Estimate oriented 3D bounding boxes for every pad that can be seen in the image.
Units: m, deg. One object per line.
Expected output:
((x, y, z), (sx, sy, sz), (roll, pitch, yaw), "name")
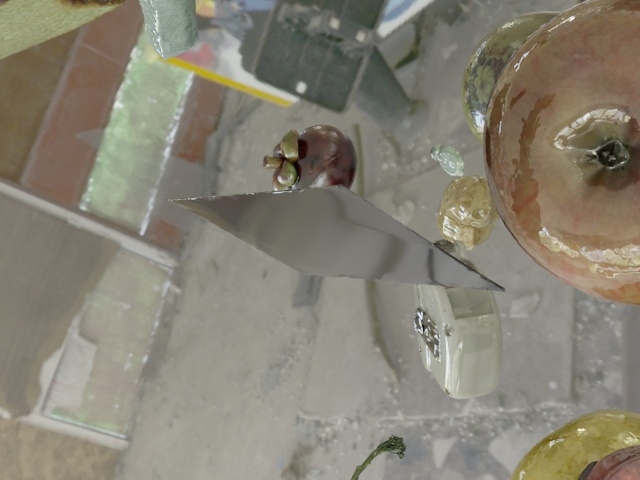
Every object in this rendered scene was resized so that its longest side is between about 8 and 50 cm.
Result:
((0.000, 0.000, 0.898), (0.368, 0.248, 0.007), (1, 66, 54), "pad")

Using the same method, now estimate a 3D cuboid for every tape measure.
((0.260, 0.157, 1.505), (0.265, 0.130, 0.258), (-115, 19, -69), "tape measure")

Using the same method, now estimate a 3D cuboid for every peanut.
((0.346, -0.065, 1.767), (0.325, 0.140, 0.153), (87, -173, -79), "peanut")

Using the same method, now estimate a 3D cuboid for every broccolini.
((0.101, 0.472, 1.614), (0.194, 0.052, 0.054), (-34, 22, -16), "broccolini")

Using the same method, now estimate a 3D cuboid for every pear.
((0.431, 0.408, 1.127), (0.309, 0.309, 0.309), (-40, 36, 38), "pear")

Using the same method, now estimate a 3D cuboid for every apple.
((0.324, -0.094, 0.789), (0.345, 0.269, 0.344), (-3, 83, 23), "apple")

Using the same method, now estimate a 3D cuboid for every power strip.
((0.229, -0.145, 1.346), (0.083, 0.035, 0.055), (41, 146, 44), "power strip")

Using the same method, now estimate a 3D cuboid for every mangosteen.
((-0.022, -0.155, 1.591), (0.200, 0.200, 0.199), (-40, 36, 38), "mangosteen")

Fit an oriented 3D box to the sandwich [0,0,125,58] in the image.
((-0.272, -0.200, 0.641), (0.186, 0.065, 0.214), (-21, 12, 9), "sandwich")

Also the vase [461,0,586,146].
((0.371, -0.198, 1.142), (0.302, 0.241, 0.329), (162, 101, -67), "vase")

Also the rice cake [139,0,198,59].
((-0.199, -0.305, 0.992), (0.069, 0.063, 0.206), (-34, -7, -16), "rice cake")

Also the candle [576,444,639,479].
((0.424, 0.430, 0.922), (0.316, 0.287, 0.131), (-63, -12, -1), "candle")
